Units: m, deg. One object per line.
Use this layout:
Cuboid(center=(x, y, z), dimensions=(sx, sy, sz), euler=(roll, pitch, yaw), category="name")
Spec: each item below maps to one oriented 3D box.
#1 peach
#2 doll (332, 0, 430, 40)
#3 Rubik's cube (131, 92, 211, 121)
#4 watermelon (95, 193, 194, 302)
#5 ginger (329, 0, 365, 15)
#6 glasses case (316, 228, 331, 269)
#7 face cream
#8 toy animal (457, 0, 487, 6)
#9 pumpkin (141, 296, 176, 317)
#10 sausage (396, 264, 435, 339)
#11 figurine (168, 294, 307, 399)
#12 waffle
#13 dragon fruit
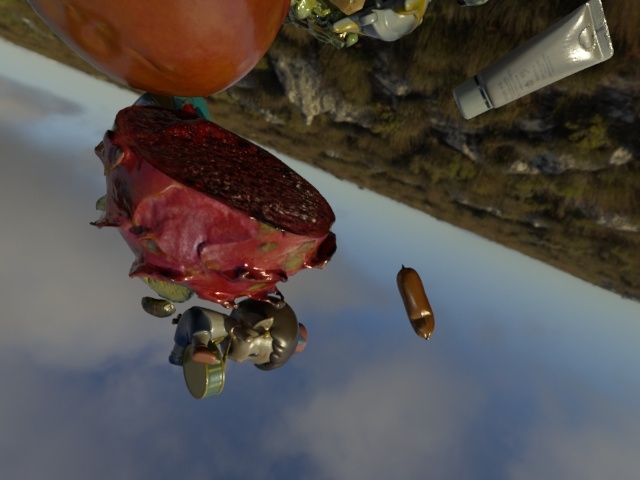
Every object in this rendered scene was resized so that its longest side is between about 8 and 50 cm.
Cuboid(center=(-0.170, -0.347, 0.537), dimensions=(0.301, 0.343, 0.342), euler=(32, -178, -33), category="peach")
Cuboid(center=(0.145, -0.448, 0.870), dimensions=(0.145, 0.103, 0.316), euler=(21, -135, 19), category="doll")
Cuboid(center=(-0.311, -0.256, 0.974), dimensions=(0.254, 0.255, 0.254), euler=(22, -172, -3), category="Rubik's cube")
Cuboid(center=(-0.401, -0.015, 1.188), dimensions=(0.330, 0.331, 0.189), euler=(25, -128, 18), category="watermelon")
Cuboid(center=(-0.017, -0.734, 1.175), dimensions=(0.347, 0.364, 0.122), euler=(4, 177, 4), category="ginger")
Cuboid(center=(0.000, 0.000, 1.330), dimensions=(0.049, 0.195, 0.073), euler=(13, -144, 13), category="glasses case")
Cuboid(center=(0.443, -0.367, 0.974), dimensions=(0.143, 0.314, 0.089), euler=(46, -146, -34), category="face cream")
Cuboid(center=(0.244, -0.390, 0.633), dimensions=(0.073, 0.176, 0.217), euler=(5, 172, -8), category="toy animal")
Cuboid(center=(-0.376, 0.157, 1.044), dimensions=(0.083, 0.050, 0.028), euler=(13, -139, 5), category="pumpkin")
Cuboid(center=(0.224, 0.143, 1.072), dimensions=(0.062, 0.183, 0.054), euler=(-20, 170, 1), category="sausage")
Cuboid(center=(-0.135, 0.186, 0.858), dimensions=(0.275, 0.158, 0.161), euler=(-6, 173, -37), category="figurine")
Cuboid(center=(-0.078, -0.492, 0.902), dimensions=(0.317, 0.073, 0.297), euler=(19, -159, -44), category="waffle")
Cuboid(center=(-0.177, -0.040, 0.727), dimensions=(0.386, 0.249, 0.371), euler=(6, -149, -49), category="dragon fruit")
